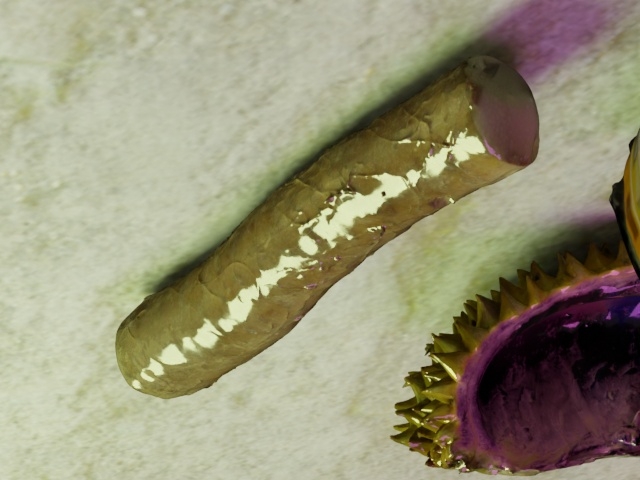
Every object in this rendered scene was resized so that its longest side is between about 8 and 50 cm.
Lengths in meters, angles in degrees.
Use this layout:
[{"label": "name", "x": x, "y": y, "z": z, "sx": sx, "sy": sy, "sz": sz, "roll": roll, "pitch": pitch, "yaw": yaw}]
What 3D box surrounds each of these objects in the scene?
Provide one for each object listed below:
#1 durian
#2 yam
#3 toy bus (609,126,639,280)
[{"label": "durian", "x": 0.174, "y": 0.082, "z": 1.227, "sx": 0.260, "sy": 0.154, "sz": 0.186, "roll": -2, "pitch": 173, "yaw": -20}, {"label": "yam", "x": 0.000, "y": 0.000, "z": 1.091, "sx": 0.081, "sy": 0.081, "sz": 0.356, "roll": 16, "pitch": 145, "yaw": -35}, {"label": "toy bus", "x": 0.362, "y": -0.048, "z": 1.004, "sx": 0.386, "sy": 0.171, "sz": 0.162, "roll": -3, "pitch": 140, "yaw": -7}]
